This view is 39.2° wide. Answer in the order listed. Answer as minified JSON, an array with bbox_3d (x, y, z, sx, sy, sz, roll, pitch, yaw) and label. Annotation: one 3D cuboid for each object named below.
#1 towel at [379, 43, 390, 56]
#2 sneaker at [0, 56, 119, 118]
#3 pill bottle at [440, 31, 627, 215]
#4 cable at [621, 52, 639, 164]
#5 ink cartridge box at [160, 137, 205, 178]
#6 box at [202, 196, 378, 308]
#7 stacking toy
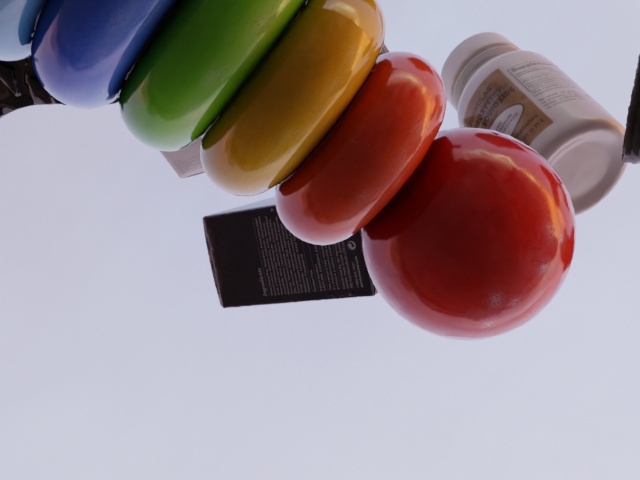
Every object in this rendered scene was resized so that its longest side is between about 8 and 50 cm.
[{"bbox_3d":[0.052,-0.160,0.970,0.102,0.237,0.021,0,-109,23],"label":"towel"},{"bbox_3d":[-0.168,-0.139,0.541,0.283,0.124,0.107,-14,-58,28],"label":"sneaker"},{"bbox_3d":[0.230,-0.139,1.015,0.131,0.229,0.131,-14,-47,-15],"label":"pill bottle"},{"bbox_3d":[0.314,-0.223,0.866,0.072,0.139,0.287,13,-66,14],"label":"cable"},{"bbox_3d":[-0.107,-0.101,0.690,0.062,0.029,0.115,-15,-44,19],"label":"ink cartridge box"},{"bbox_3d":[0.000,0.000,0.991,0.207,0.153,0.108,-7,-82,33],"label":"box"},{"bbox_3d":[-0.034,-0.072,0.352,0.330,0.141,0.141,39,-90,-10],"label":"stacking toy"}]
